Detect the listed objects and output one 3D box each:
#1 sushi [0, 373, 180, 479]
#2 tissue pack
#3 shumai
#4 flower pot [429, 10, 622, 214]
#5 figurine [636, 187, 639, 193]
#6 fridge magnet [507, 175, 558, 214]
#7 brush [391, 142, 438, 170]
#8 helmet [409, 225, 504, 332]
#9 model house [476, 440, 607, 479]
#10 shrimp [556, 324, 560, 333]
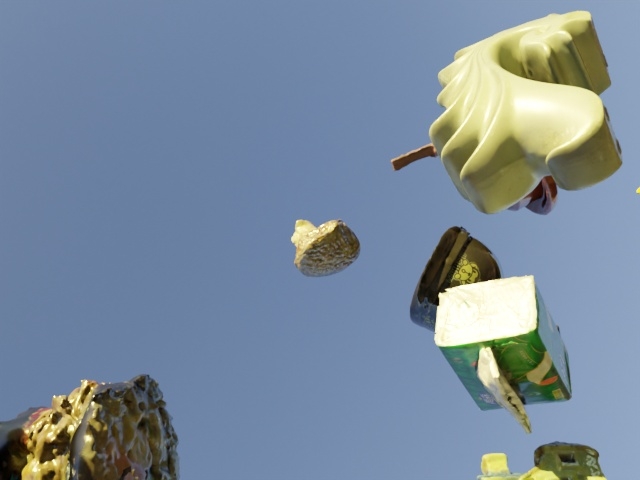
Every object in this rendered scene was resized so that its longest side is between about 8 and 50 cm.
[{"bbox_3d":[-0.312,0.296,0.852,0.218,0.238,0.225,-11,-117,5],"label":"sushi"},{"bbox_3d":[0.275,0.181,0.974,0.209,0.148,0.156,52,-143,-40],"label":"tissue pack"},{"bbox_3d":[-0.003,0.002,1.314,0.145,0.116,0.146,-19,-43,-19],"label":"shumai"},{"bbox_3d":[0.302,-0.195,0.990,0.165,0.254,0.368,54,-144,-30],"label":"flower pot"},{"bbox_3d":[0.545,-0.059,0.924,0.109,0.178,0.130,-23,-69,-51],"label":"figurine"},{"bbox_3d":[0.469,-0.217,1.646,0.155,0.363,0.364,-29,-78,1],"label":"fridge magnet"},{"bbox_3d":[0.286,-0.205,1.331,0.301,0.071,0.084,-21,-64,5],"label":"brush"},{"bbox_3d":[0.305,0.101,1.393,0.160,0.279,0.230,30,-103,20],"label":"helmet"},{"bbox_3d":[0.327,0.392,0.991,0.214,0.189,0.195,-8,-66,8],"label":"model house"},{"bbox_3d":[0.467,0.230,1.434,0.150,0.051,0.217,-12,-105,-17],"label":"shrimp"}]
